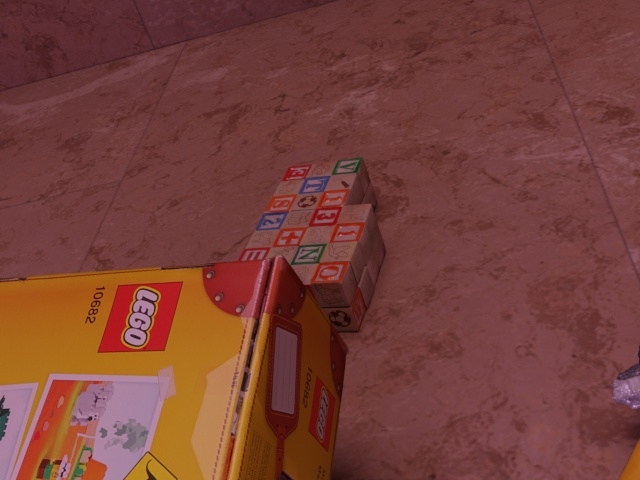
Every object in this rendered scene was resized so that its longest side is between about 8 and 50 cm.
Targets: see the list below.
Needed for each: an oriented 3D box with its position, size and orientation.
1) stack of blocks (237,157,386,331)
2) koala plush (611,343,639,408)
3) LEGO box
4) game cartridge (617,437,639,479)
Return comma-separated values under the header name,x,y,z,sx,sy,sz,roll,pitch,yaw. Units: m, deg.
name,x,y,z,sx,sy,sz,roll,pitch,yaw
stack of blocks,0.000,0.000,1.212,0.171,0.087,0.297,-4,37,22
koala plush,0.400,0.105,0.787,0.221,0.203,0.196,0,37,47
LEGO box,-0.206,0.278,0.703,0.372,0.193,0.500,-4,55,22
game cartridge,0.293,0.323,0.579,0.285,0.052,0.323,17,60,41
